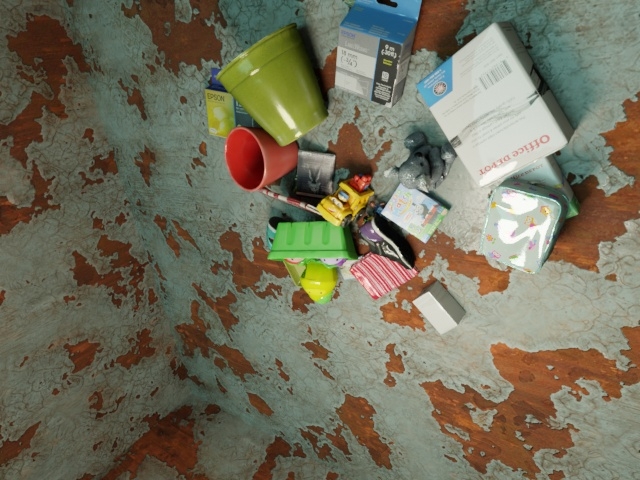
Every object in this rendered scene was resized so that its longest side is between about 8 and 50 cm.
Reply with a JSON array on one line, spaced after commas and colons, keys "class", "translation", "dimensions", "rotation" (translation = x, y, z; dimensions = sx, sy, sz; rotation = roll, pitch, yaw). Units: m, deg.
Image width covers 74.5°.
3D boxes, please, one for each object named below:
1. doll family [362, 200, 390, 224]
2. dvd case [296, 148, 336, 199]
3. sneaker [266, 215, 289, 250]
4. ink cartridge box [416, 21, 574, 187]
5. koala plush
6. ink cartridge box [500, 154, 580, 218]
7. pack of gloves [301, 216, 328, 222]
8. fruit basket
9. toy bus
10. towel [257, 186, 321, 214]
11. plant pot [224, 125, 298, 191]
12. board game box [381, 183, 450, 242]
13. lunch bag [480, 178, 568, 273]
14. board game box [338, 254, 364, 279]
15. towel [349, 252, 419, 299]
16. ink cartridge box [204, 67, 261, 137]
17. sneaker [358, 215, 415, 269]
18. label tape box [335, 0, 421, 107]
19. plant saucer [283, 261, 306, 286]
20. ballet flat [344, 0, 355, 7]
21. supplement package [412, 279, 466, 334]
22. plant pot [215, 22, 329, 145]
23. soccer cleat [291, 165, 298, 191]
[{"class": "doll family", "translation": [0.235, -0.092, 1.776], "dimensions": [0.111, 0.076, 0.193], "rotation": [44, 128, 16]}, {"class": "dvd case", "translation": [-0.022, -0.286, 1.860], "dimensions": [0.164, 0.018, 0.221], "rotation": [9, 121, 7]}, {"class": "sneaker", "translation": [-0.157, 0.023, 2.114], "dimensions": [0.295, 0.124, 0.178], "rotation": [37, 141, 3]}, {"class": "ink cartridge box", "translation": [0.533, -0.406, 1.294], "dimensions": [0.285, 0.166, 0.395], "rotation": [-30, 93, 44]}, {"class": "koala plush", "translation": [0.347, -0.246, 1.492], "dimensions": [0.196, 0.221, 0.203], "rotation": [26, 128, 24]}, {"class": "ink cartridge box", "translation": [0.703, -0.159, 1.351], "dimensions": [0.154, 0.093, 0.212], "rotation": [-29, 96, 44]}, {"class": "pack of gloves", "translation": [0.000, 0.000, 1.991], "dimensions": [0.195, 0.046, 0.232], "rotation": [8, 104, 14]}, {"class": "fruit basket", "translation": [-0.023, 0.106, 1.876], "dimensions": [0.392, 0.283, 0.392], "rotation": [-1, 85, 16]}, {"class": "toy bus", "translation": [0.118, -0.181, 1.721], "dimensions": [0.149, 0.220, 0.211], "rotation": [43, 127, 17]}, {"class": "towel", "translation": [-0.107, -0.169, 1.873], "dimensions": [0.329, 0.237, 0.037], "rotation": [22, 92, 38]}, {"class": "plant pot", "translation": [-0.246, -0.373, 1.857], "dimensions": [0.275, 0.243, 0.275], "rotation": [17, 117, 37]}, {"class": "board game box", "translation": [0.367, -0.114, 1.639], "dimensions": [0.211, 0.039, 0.160], "rotation": [36, 115, 11]}, {"class": "lunch bag", "translation": [0.630, -0.054, 1.329], "dimensions": [0.224, 0.108, 0.279], "rotation": [26, 129, 35]}, {"class": "board game box", "translation": [0.157, 0.129, 1.988], "dimensions": [0.154, 0.026, 0.103], "rotation": [-13, 105, 42]}, {"class": "towel", "translation": [0.276, 0.135, 1.872], "dimensions": [0.199, 0.031, 0.275], "rotation": [50, 127, 0]}, {"class": "ink cartridge box", "translation": [-0.417, -0.632, 1.987], "dimensions": [0.303, 0.072, 0.307], "rotation": [19, 127, 29]}, {"class": "sneaker", "translation": [0.273, 0.024, 1.748], "dimensions": [0.124, 0.107, 0.283], "rotation": [-32, 110, 37]}, {"class": "label tape box", "translation": [0.181, -0.655, 1.424], "dimensions": [0.240, 0.106, 0.334], "rotation": [27, 141, 21]}, {"class": "plant saucer", "translation": [-0.080, 0.157, 2.161], "dimensions": [0.188, 0.045, 0.188], "rotation": [-2, 124, 38]}, {"class": "ballet flat", "translation": [0.152, -0.808, 1.448], "dimensions": [0.168, 0.057, 0.052], "rotation": [38, 122, 15]}, {"class": "supplement package", "translation": [0.494, 0.278, 1.752], "dimensions": [0.179, 0.105, 0.105], "rotation": [50, 133, 6]}, {"class": "plant pot", "translation": [-0.154, -0.577, 1.648], "dimensions": [0.366, 0.366, 0.353], "rotation": [-16, 115, 42]}, {"class": "soccer cleat", "translation": [-0.090, -0.297, 1.928], "dimensions": [0.072, 0.060, 0.179], "rotation": [50, 128, 17]}]
